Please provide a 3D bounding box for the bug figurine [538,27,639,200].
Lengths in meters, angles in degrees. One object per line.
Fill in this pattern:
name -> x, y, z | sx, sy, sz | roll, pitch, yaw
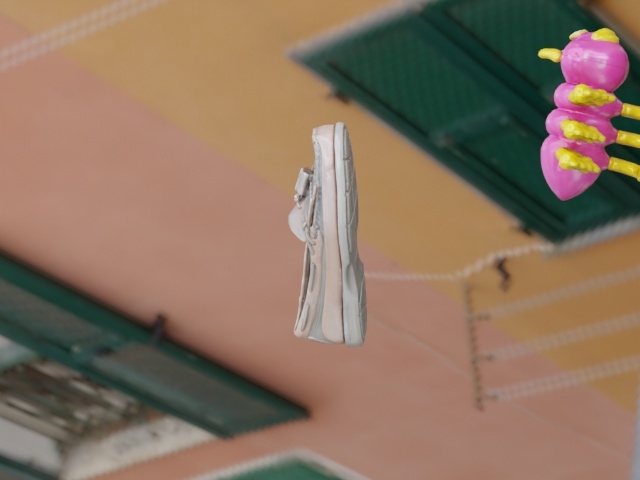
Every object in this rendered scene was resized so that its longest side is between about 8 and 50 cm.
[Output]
bug figurine -> 0.201, -0.111, 1.043 | 0.072, 0.279, 0.216 | 16, 91, 51

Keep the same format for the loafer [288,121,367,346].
loafer -> 0.000, 0.000, 0.976 | 0.039, 0.125, 0.045 | -2, 29, 8
